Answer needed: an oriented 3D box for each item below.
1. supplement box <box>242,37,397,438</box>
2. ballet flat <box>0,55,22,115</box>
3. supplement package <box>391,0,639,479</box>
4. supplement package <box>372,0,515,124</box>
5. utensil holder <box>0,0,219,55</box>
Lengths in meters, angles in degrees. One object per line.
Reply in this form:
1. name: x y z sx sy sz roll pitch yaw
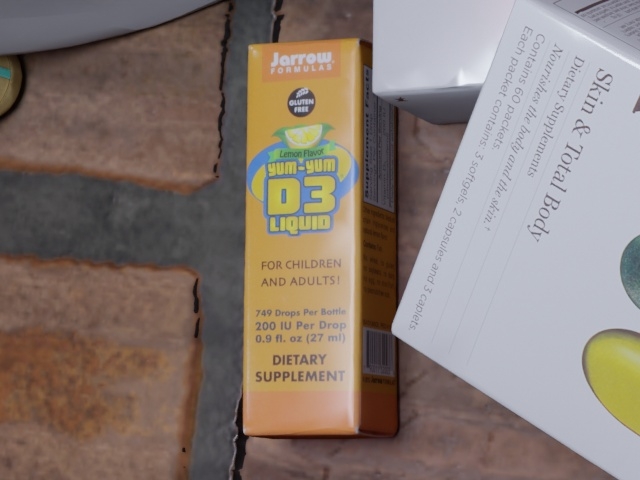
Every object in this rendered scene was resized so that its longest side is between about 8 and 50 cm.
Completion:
1. supplement box: 0.000 0.000 1.142 0.078 0.080 0.233 -3 81 20
2. ballet flat: -0.312 -0.104 1.287 0.232 0.073 0.080 -9 80 22
3. supplement package: 0.216 0.006 0.953 0.262 0.198 0.199 32 121 23
4. supplement package: 0.095 -0.164 1.104 0.105 0.105 0.179 -2 83 22
5. utensil holder: -0.183 -0.338 1.125 0.327 0.327 0.385 -18 78 20
